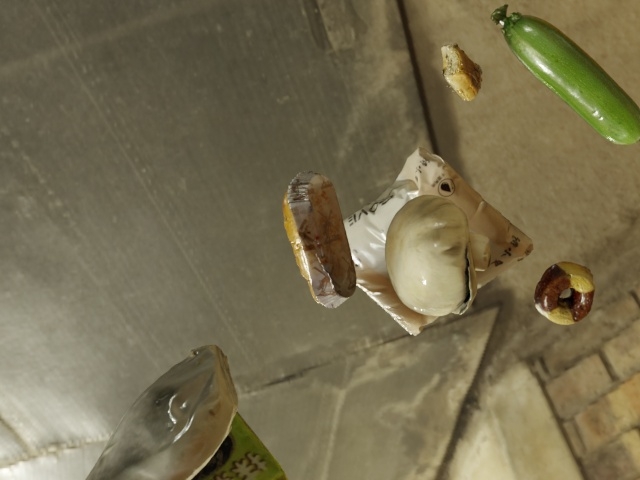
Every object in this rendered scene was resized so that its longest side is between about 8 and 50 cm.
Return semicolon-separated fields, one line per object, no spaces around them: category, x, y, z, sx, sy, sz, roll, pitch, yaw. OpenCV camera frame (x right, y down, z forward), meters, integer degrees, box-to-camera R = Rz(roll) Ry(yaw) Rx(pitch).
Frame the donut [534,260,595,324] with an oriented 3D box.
donut;0.527;0.115;1.901;0.141;0.059;0.140;-3;114;-6

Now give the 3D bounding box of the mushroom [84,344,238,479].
mushroom;-0.204;0.269;0.990;0.351;0.109;0.097;-54;150;-16

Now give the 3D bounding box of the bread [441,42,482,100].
bread;0.241;-0.283;1.503;0.053;0.072;0.106;-9;162;29

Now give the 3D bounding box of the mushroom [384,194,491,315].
mushroom;0.146;0.017;1.094;0.123;0.154;0.154;-7;137;-11

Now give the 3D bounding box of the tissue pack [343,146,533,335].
tissue pack;0.233;0.005;2.021;0.390;0.195;0.376;37;119;-27

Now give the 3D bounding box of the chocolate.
chocolate;-0.240;0.500;1.843;0.301;0.289;0.137;-27;135;-23

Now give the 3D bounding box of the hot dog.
hot dog;0.000;0.000;1.584;0.069;0.252;0.131;-9;-170;40

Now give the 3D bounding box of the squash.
squash;0.483;-0.324;1.725;0.379;0.101;0.101;43;119;2
